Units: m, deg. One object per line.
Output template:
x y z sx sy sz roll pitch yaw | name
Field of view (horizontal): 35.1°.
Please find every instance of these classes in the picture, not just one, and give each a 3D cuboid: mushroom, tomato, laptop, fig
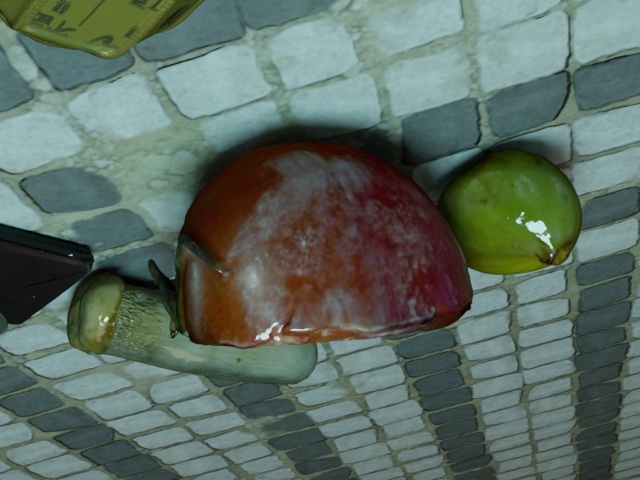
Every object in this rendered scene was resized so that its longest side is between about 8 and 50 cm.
-0.125 0.107 1.131 0.122 0.095 0.351 -11 158 42 | mushroom
-0.004 -0.005 0.901 0.308 0.170 0.309 -6 -173 1 | tomato
-0.343 0.026 0.963 0.207 0.026 0.154 18 141 -41 | laptop
0.185 -0.027 0.992 0.135 0.121 0.153 -9 175 -18 | fig

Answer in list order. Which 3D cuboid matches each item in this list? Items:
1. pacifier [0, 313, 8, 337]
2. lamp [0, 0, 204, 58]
-0.335 0.055 0.938 0.099 0.081 0.078 17 111 -6 | pacifier
-0.106 -0.195 0.535 0.161 0.161 0.185 13 144 -38 | lamp
